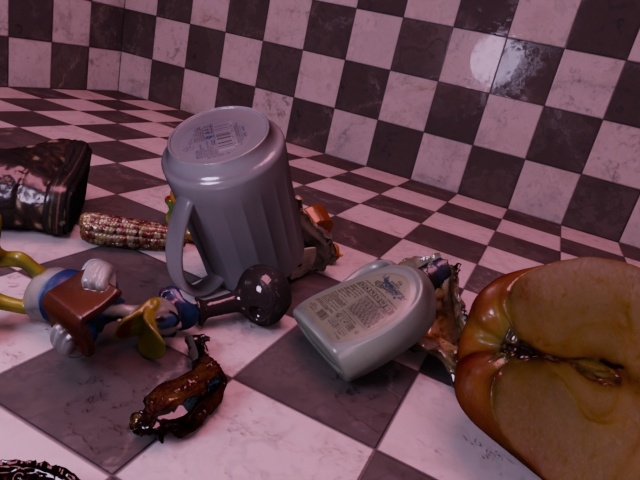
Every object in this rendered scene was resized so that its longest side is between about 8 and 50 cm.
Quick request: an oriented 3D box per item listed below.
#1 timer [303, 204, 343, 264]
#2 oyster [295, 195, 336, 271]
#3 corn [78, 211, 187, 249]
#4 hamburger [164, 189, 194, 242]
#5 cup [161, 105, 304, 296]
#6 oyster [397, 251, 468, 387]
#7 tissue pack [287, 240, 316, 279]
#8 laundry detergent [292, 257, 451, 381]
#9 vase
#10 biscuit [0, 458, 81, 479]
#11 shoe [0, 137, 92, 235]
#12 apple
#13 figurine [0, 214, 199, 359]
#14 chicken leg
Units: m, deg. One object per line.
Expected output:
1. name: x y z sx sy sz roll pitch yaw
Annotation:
1. timer: 0.000 0.000 1.390 0.132 0.132 0.152 -10 54 -48
2. oyster: -0.023 -0.024 1.287 0.163 0.191 0.081 16 43 39
3. corn: -0.431 -0.017 1.192 0.237 0.079 0.079 8 20 -21
4. hamburger: -0.301 -0.093 1.370 0.237 0.148 0.237 11 21 -4
5. cup: -0.194 -0.059 1.042 0.237 0.326 0.323 24 54 28
6. oyster: 0.238 0.151 0.997 0.133 0.198 0.337 41 7 -38
7. tissue pack: -0.106 0.024 1.256 0.170 0.090 0.103 24 20 27
8. laundry detergent: 0.107 0.111 0.938 0.281 0.105 0.215 -34 32 -14
9. vase: -0.150 0.113 0.974 0.183 0.120 0.120 -12 28 -21
10. biscuit: -0.310 0.282 0.476 0.195 0.053 0.194 11 20 -4
11. shoe: -0.693 -0.147 1.238 0.237 0.171 0.384 10 27 -20
12. apple: 0.387 0.196 0.763 0.365 0.295 0.328 17 29 -8
13. figurine: -0.342 0.087 0.808 0.339 0.204 0.284 15 -10 -33
14. chicken leg: -0.191 0.209 0.764 0.106 0.051 0.253 8 17 1
